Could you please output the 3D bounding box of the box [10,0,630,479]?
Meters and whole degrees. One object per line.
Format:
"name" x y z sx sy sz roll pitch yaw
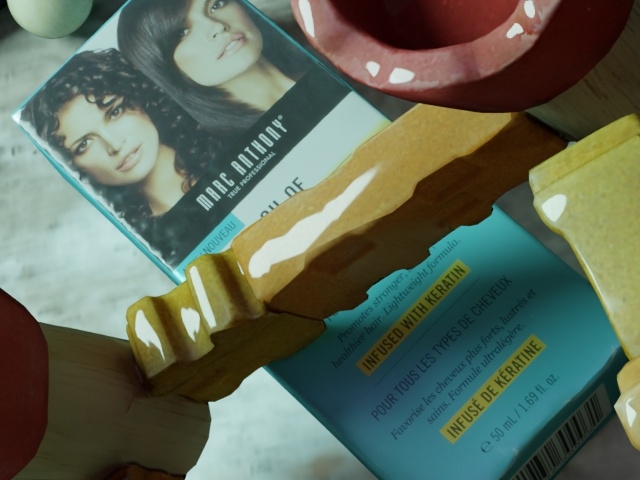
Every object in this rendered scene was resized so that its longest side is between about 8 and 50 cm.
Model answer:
"box" 0.000 0.000 0.631 0.100 0.060 0.244 -46 65 -6

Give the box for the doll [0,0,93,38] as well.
"doll" -0.184 -0.131 0.743 0.189 0.046 0.129 23 66 16

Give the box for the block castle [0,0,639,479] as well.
"block castle" 0.049 0.137 0.401 0.303 0.213 0.453 -36 64 19
